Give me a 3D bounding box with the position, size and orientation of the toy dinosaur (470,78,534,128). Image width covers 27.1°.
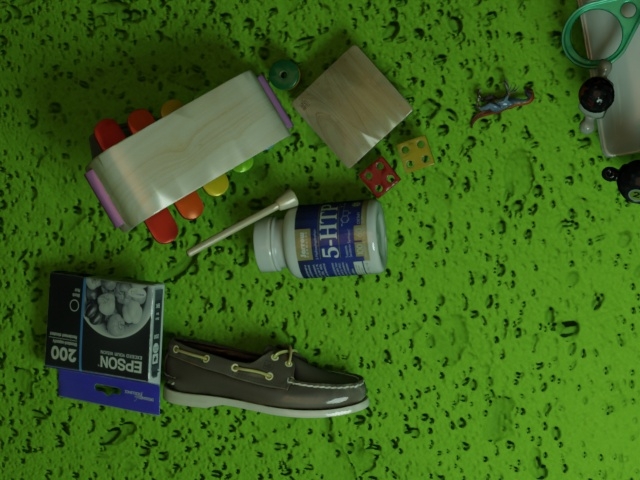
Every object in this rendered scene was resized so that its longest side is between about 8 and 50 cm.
[{"bbox_3d":[0.271,-0.205,1.957,0.082,0.047,0.090,13,129,2],"label":"toy dinosaur"}]

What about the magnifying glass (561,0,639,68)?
[{"bbox_3d":[0.440,-0.329,1.863,0.231,0.026,0.092,-38,86,11],"label":"magnifying glass"}]

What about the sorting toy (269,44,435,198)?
[{"bbox_3d":[0.056,-0.193,1.985,0.132,0.046,0.274,-43,85,11],"label":"sorting toy"}]

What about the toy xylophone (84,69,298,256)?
[{"bbox_3d":[-0.175,-0.110,1.953,0.322,0.081,0.236,-23,90,-15],"label":"toy xylophone"}]

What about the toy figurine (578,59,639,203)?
[{"bbox_3d":[0.463,-0.170,1.806,0.213,0.148,0.210,-26,89,13],"label":"toy figurine"}]

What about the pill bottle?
[{"bbox_3d":[0.000,0.000,1.976,0.186,0.112,0.112,-5,93,11],"label":"pill bottle"}]

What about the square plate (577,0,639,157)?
[{"bbox_3d":[0.545,-0.315,1.880,0.347,0.049,0.344,-10,91,12],"label":"square plate"}]

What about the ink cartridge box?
[{"bbox_3d":[-0.336,0.159,2.059,0.206,0.045,0.208,5,96,29],"label":"ink cartridge box"}]

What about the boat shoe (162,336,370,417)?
[{"bbox_3d":[-0.084,0.204,2.007,0.324,0.116,0.097,3,97,17],"label":"boat shoe"}]

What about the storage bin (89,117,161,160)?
[{"bbox_3d":[-0.288,-0.136,2.035,0.135,0.091,0.098,-8,92,12],"label":"storage bin"}]
